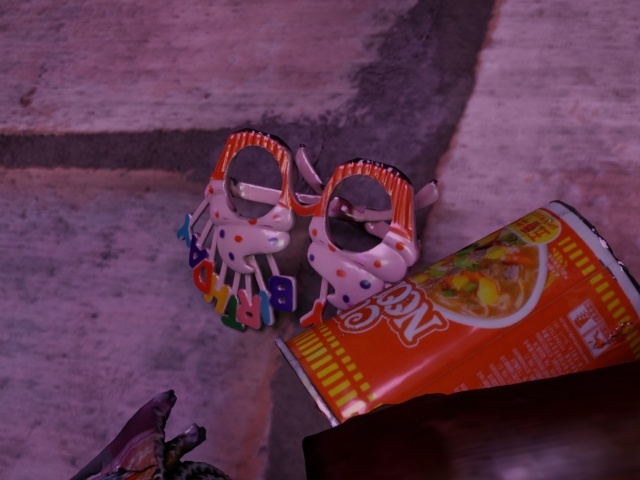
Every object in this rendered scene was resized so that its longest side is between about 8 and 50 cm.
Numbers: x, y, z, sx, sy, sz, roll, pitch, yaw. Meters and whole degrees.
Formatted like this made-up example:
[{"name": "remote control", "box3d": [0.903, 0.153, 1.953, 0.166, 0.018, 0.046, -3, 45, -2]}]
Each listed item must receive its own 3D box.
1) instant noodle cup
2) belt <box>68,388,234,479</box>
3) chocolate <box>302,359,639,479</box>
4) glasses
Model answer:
[{"name": "instant noodle cup", "box3d": [0.108, 0.086, 0.943, 0.212, 0.193, 0.193, -34, 49, -4]}, {"name": "belt", "box3d": [-0.077, 0.261, 0.906, 0.160, 0.207, 0.295, -32, 34, 13]}, {"name": "chocolate", "box3d": [0.174, 0.239, 0.702, 0.331, 0.384, 0.384, -8, 52, -5]}, {"name": "glasses", "box3d": [-0.005, 0.006, 1.129, 0.255, 0.095, 0.162, 18, 97, 36]}]
